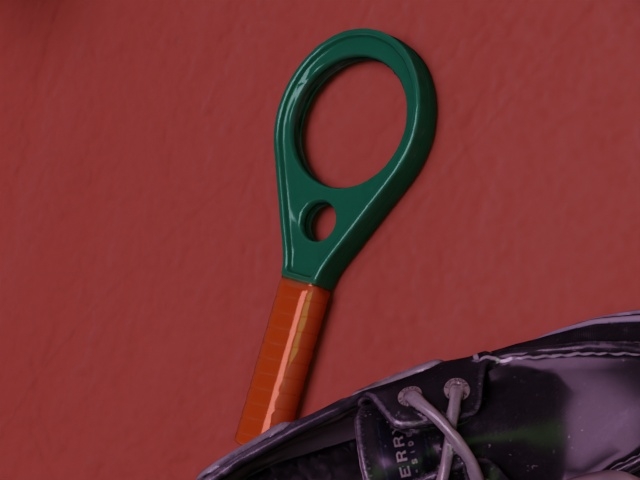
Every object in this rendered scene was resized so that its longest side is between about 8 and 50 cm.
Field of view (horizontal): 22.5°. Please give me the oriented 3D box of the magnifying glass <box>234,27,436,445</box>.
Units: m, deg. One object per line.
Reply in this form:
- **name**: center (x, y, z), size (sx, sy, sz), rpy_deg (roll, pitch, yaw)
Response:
- **magnifying glass**: center (0.000, 0.000, 0.853), size (0.092, 0.026, 0.231), rpy_deg (15, 86, 36)

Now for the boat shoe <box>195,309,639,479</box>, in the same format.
- **boat shoe**: center (0.056, 0.103, 0.739), size (0.301, 0.102, 0.108), rpy_deg (-21, 68, 29)

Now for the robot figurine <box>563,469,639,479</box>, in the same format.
- **robot figurine**: center (0.119, 0.215, 0.595), size (0.353, 0.200, 0.300), rpy_deg (-25, 104, 20)
